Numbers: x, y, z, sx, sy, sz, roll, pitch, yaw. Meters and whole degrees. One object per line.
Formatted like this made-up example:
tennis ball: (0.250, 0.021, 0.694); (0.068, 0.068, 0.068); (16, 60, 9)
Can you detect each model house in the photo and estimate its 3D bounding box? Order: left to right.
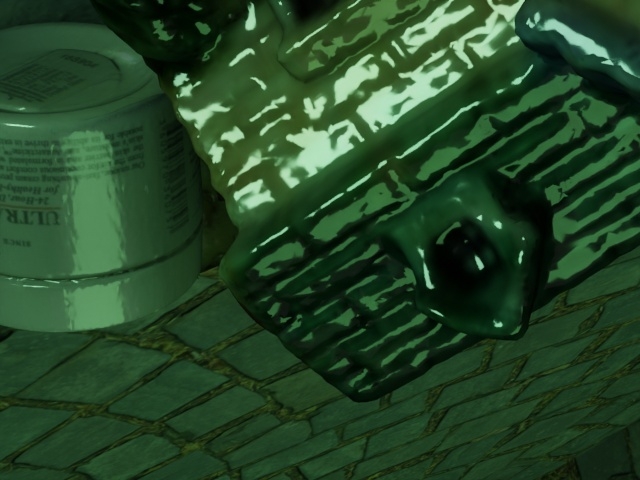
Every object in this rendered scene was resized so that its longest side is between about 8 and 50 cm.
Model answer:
model house: (0.134, -0.119, 0.807); (0.445, 0.400, 0.395); (-29, 169, 16)

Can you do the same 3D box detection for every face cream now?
face cream: (-0.167, -0.048, 0.960); (0.177, 0.177, 0.152); (-14, 121, -22)

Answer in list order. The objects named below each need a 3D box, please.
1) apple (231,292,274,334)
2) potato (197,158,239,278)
apple: (0.000, 0.000, 1.286); (0.188, 0.173, 0.188); (-18, 155, -9)
potato: (-0.052, -0.070, 1.115); (0.262, 0.165, 0.165); (-21, 158, 3)
